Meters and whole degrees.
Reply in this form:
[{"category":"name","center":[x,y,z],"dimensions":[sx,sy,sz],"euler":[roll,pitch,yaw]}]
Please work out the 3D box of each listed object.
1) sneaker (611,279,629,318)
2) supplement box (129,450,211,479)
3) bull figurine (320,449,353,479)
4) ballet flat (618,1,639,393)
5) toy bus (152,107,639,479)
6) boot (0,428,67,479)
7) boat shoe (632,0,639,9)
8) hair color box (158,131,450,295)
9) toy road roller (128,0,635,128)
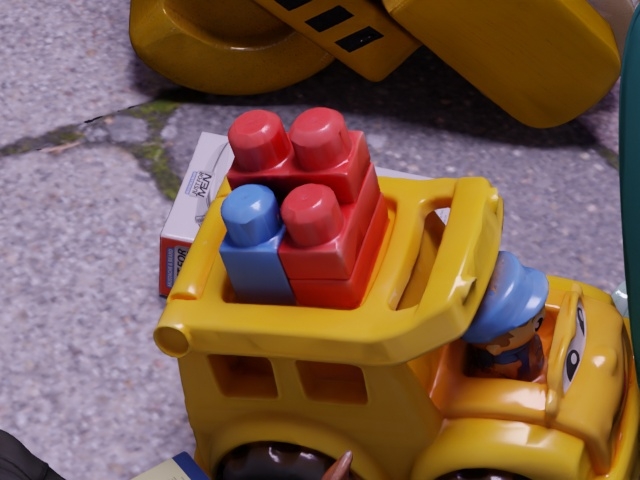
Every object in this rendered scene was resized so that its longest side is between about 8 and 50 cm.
[{"category":"sneaker","center":[0.212,0.088,0.807],"dimensions":[0.151,0.094,0.256],"euler":[14,34,-1]},{"category":"supplement box","center":[-0.074,0.157,0.726],"dimensions":[0.083,0.056,0.083],"euler":[-25,52,-29]},{"category":"bull figurine","center":[0.050,0.214,0.545],"dimensions":[0.310,0.101,0.188],"euler":[39,39,7]},{"category":"ballet flat","center":[0.197,0.086,0.672],"dimensions":[0.139,0.139,0.400],"euler":[1,83,-6]},{"category":"toy bus","center":[0.035,0.033,0.740],"dimensions":[0.220,0.211,0.149],"euler":[3,44,20]},{"category":"boot","center":[-0.096,0.145,0.592],"dimensions":[0.137,0.077,0.198],"euler":[29,25,-22]},{"category":"boat shoe","center":[0.328,-0.128,1.043],"dimensions":[0.254,0.095,0.079],"euler":[14,39,22]},{"category":"hair color box","center":[0.000,0.000,0.904],"dimensions":[0.167,0.053,0.093],"euler":[13,45,4]},{"category":"toy road roller","center":[0.021,-0.184,1.032],"dimensions":[0.329,0.240,0.202],"euler":[33,34,-29]}]
